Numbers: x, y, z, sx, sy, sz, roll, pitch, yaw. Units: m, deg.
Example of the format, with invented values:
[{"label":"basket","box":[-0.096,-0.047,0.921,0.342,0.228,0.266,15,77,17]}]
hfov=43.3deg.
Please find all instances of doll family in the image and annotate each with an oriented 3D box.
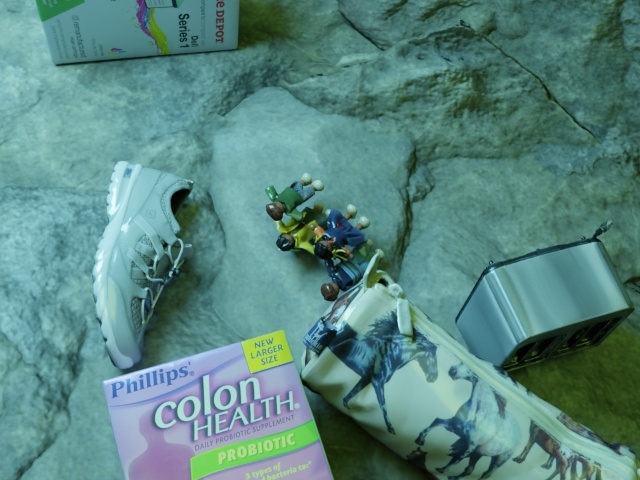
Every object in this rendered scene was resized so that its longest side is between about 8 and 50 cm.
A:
[{"label":"doll family","box":[0.000,0.000,1.065,0.193,0.076,0.111,35,46,15]}]

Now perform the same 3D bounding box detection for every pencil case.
[{"label":"pencil case","box":[0.170,0.201,0.929,0.410,0.183,0.160,35,47,7]}]

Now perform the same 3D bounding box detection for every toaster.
[{"label":"toaster","box":[0.278,0.081,1.005,0.168,0.186,0.110,-14,63,-14]}]

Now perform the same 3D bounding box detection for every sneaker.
[{"label":"sneaker","box":[-0.217,0.022,1.011,0.115,0.105,0.281,3,64,-6]}]

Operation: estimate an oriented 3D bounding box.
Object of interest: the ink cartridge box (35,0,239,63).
[{"label":"ink cartridge box","box":[-0.255,-0.363,1.135,0.278,0.201,0.117,-8,67,-11]}]

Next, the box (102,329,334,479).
[{"label":"box","box":[-0.109,0.254,0.909,0.213,0.117,0.243,-14,67,-13]}]
